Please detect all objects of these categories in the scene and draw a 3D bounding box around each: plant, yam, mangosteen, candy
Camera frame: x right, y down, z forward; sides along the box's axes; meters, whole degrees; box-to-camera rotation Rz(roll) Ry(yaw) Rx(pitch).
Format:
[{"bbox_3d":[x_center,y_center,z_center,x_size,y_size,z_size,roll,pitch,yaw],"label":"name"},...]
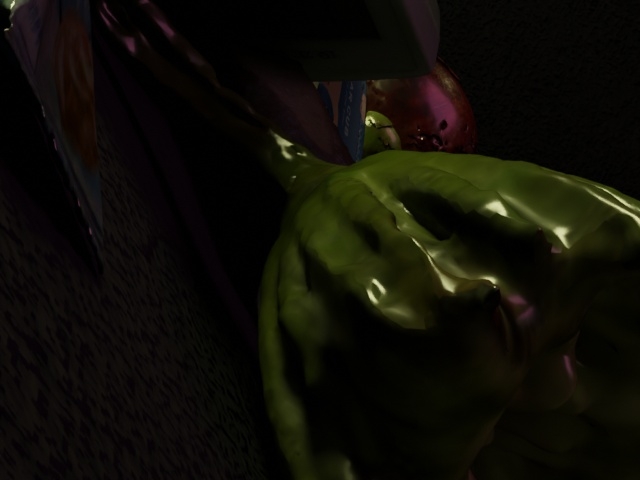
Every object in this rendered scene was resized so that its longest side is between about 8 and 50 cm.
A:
[{"bbox_3d":[0.027,-0.021,0.685,0.333,0.180,0.251,61,-9,30],"label":"plant"},{"bbox_3d":[-0.016,-0.028,0.837,0.068,0.068,0.169,60,4,-41],"label":"yam"},{"bbox_3d":[0.030,-0.077,1.413,0.180,0.166,0.166,-18,80,-61],"label":"mangosteen"},{"bbox_3d":[-0.077,-0.068,0.478,0.088,0.038,0.136,82,-7,-55],"label":"candy"}]

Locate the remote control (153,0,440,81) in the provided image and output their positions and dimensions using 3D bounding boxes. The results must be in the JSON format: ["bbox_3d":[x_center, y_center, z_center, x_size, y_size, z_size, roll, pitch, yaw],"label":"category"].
[{"bbox_3d":[-0.045,-0.153,0.785,0.344,0.145,0.050,54,40,-67],"label":"remote control"}]

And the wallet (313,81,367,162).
[{"bbox_3d":[-0.019,-0.101,1.139,0.202,0.059,0.141,59,34,-68],"label":"wallet"}]
